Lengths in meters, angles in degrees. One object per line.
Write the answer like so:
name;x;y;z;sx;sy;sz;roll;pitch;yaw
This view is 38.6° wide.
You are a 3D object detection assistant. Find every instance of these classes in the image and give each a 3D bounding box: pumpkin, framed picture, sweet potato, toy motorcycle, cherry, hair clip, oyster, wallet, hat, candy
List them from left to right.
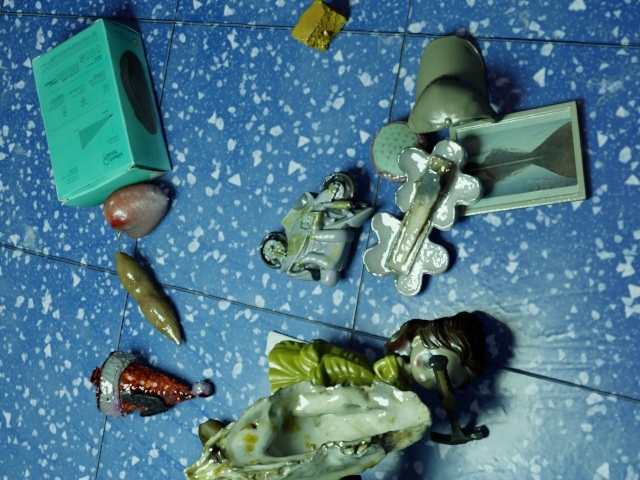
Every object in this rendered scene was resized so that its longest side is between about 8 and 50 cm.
cherry;-0.345;-0.056;1.717;0.126;0.106;0.087;-25;46;-9
sweet potato;-0.319;0.110;1.708;0.051;0.065;0.218;-37;79;-1
hat;-0.303;0.277;1.674;0.228;0.128;0.140;3;129;14
wallet;-0.057;0.187;1.576;0.083;0.011;0.044;14;93;30
oyster;-0.017;0.289;1.294;0.341;0.110;0.166;-27;46;-7
pumpkin;-0.003;-0.369;1.552;0.083;0.074;0.054;-50;63;18
toy motorcycle;0.000;0.000;1.523;0.225;0.073;0.152;-42;69;22
candy;0.129;-0.144;1.475;0.103;0.043;0.103;-1;87;31
hair clip;0.158;-0.035;1.424;0.146;0.075;0.257;25;116;10
hat;0.189;-0.242;1.402;0.147;0.085;0.175;-9;71;18
framed picture;0.298;-0.121;1.391;0.203;0.015;0.150;-7;83;30

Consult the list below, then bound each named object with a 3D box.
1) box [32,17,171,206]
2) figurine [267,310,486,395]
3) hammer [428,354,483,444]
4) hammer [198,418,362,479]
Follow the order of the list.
box;-0.424;-0.240;1.761;0.205;0.118;0.311;-23;75;29
figurine;0.100;0.202;1.393;0.315;0.168;0.187;-20;88;25
hammer;0.184;0.238;1.337;0.078;0.201;0.021;-14;40;8
hammer;-0.066;0.388;1.488;0.095;0.242;0.409;-40;41;-24
